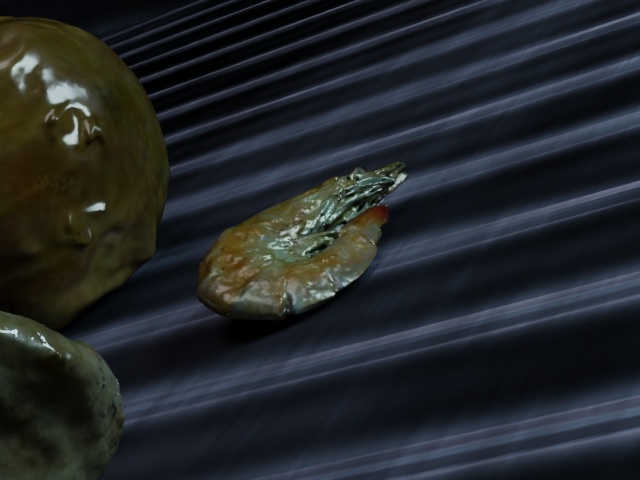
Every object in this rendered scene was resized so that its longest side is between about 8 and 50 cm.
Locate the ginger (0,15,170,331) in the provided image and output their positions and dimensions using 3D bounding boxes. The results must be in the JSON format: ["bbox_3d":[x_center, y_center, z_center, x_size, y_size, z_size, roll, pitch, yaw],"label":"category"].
[{"bbox_3d":[-0.202,-0.058,1.214,0.223,0.200,0.269,-14,18,40],"label":"ginger"}]

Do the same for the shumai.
[{"bbox_3d":[-0.173,0.121,0.724,0.201,0.120,0.201,-14,-29,-8],"label":"shumai"}]

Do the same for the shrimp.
[{"bbox_3d":[0.000,0.000,1.023,0.101,0.042,0.190,12,33,32],"label":"shrimp"}]
